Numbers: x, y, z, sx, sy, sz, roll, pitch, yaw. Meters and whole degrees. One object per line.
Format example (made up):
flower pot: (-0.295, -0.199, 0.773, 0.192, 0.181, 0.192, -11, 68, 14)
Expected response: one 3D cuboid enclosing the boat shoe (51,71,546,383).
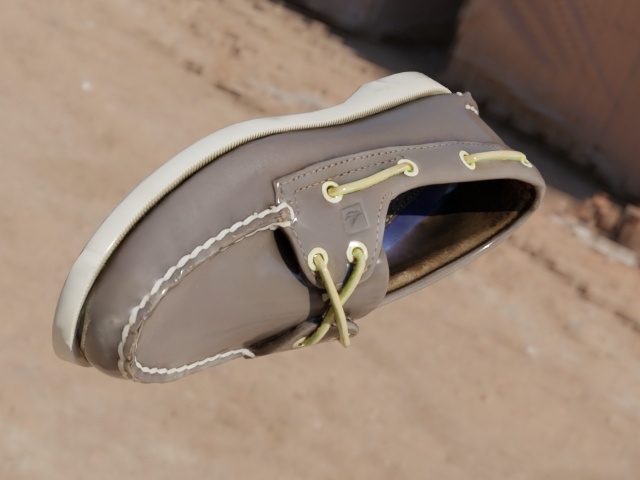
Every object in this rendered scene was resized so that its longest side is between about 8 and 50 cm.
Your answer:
boat shoe: (0.000, 0.000, 0.974, 0.097, 0.116, 0.324, 34, 35, 23)
